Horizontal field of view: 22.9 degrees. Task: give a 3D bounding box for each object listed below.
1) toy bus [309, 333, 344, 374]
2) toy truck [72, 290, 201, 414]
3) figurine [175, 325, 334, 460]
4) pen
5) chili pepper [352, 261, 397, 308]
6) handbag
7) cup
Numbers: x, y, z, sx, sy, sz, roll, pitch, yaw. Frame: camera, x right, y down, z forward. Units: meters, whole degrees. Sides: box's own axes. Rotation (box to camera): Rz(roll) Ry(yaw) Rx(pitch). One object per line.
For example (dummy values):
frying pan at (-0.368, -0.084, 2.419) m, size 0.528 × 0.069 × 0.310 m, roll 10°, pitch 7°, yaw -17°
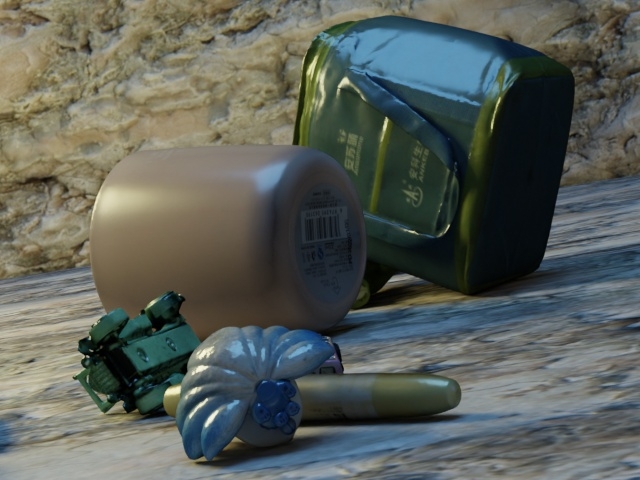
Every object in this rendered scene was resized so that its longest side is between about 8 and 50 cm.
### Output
toy bus at (-0.009, 0.092, 1.115) m, size 0.052 × 0.037 × 0.131 m, roll -7°, pitch 4°, yaw -2°
toy truck at (-0.137, 0.095, 1.207) m, size 0.078 × 0.080 × 0.154 m, roll -36°, pitch -4°, yaw 16°
figurine at (-0.047, 0.091, 0.967) m, size 0.114 × 0.079 × 0.114 m, roll -44°, pitch 9°, yaw 9°
pen at (-0.008, 0.103, 1.018) m, size 0.233 × 0.032 × 0.040 m, roll -5°, pitch -13°, yaw 36°
chili pepper at (0.046, 0.039, 1.702) m, size 0.052 × 0.050 × 0.201 m, roll 33°, pitch 16°, yaw 7°
handbag at (0.112, -0.092, 1.631) m, size 0.241 × 0.263 × 0.222 m, roll 16°, pitch 20°, yaw 29°
cup at (-0.062, 0.017, 1.491) m, size 0.200 × 0.192 × 0.253 m, roll -3°, pitch -26°, yaw 32°
